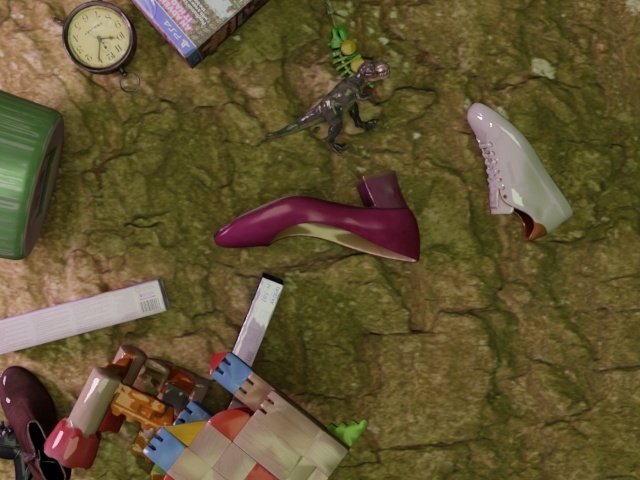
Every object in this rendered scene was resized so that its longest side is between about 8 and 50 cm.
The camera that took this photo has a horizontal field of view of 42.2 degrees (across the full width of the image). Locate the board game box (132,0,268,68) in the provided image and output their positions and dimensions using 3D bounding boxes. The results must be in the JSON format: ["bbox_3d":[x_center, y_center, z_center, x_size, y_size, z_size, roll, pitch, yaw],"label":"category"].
[{"bbox_3d":[-0.208,-0.501,1.505,0.291,0.141,0.232,-41,94,-1],"label":"board game box"}]

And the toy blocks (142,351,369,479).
[{"bbox_3d":[-0.145,0.350,1.261,0.261,0.191,0.381,37,84,9],"label":"toy blocks"}]

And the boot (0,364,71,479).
[{"bbox_3d":[-0.507,0.326,1.484,0.090,0.207,0.248,-23,82,-24],"label":"boot"}]

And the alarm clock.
[{"bbox_3d":[-0.397,-0.357,1.540,0.129,0.064,0.192,-33,92,-2],"label":"alarm clock"}]

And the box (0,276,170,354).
[{"bbox_3d":[-0.448,0.141,1.563,0.324,0.063,0.067,-16,92,-3],"label":"box"}]

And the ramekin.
[{"bbox_3d":[-0.549,-0.110,1.433,0.148,0.303,0.303,15,92,-11],"label":"ramekin"}]

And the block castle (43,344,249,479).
[{"bbox_3d":[-0.231,0.386,1.471,0.453,0.303,0.213,27,92,-4],"label":"block castle"}]

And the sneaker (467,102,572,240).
[{"bbox_3d":[0.352,-0.124,1.576,0.123,0.106,0.290,-38,96,-3],"label":"sneaker"}]

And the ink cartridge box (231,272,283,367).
[{"bbox_3d":[-0.127,0.168,1.568,0.046,0.097,0.207,22,92,-4],"label":"ink cartridge box"}]

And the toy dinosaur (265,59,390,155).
[{"bbox_3d":[0.036,-0.235,1.570,0.268,0.064,0.118,-33,115,18],"label":"toy dinosaur"}]

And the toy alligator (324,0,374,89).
[{"bbox_3d":[0.038,-0.361,1.570,0.051,0.056,0.190,-30,94,-1],"label":"toy alligator"}]

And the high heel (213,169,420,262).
[{"bbox_3d":[0.000,0.000,1.546,0.377,0.127,0.181,-17,83,-6],"label":"high heel"}]

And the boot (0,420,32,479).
[{"bbox_3d":[-0.591,0.411,1.578,0.099,0.045,0.121,15,85,-6],"label":"boot"}]
